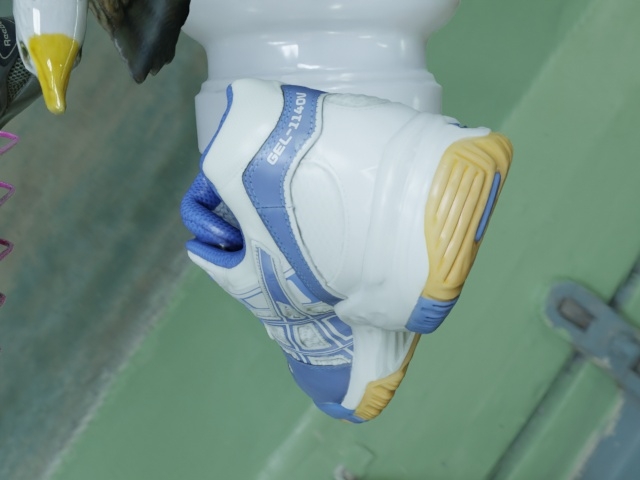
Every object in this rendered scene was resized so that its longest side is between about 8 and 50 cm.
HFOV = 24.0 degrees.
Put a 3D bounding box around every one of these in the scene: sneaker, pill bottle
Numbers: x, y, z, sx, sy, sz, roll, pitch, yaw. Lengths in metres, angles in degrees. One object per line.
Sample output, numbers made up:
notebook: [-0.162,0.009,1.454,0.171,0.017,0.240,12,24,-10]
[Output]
sneaker: [0.000,0.000,0.723,0.131,0.296,0.112,21,68,2]
pill bottle: [-0.006,-0.244,1.038,0.210,0.210,0.363,-4,94,-23]
sneaker: [-0.317,-0.098,1.191,0.227,0.087,0.130,-40,157,33]

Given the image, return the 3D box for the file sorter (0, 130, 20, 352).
file sorter: [-0.471,0.007,1.769,0.202,0.182,0.291,9,103,1]

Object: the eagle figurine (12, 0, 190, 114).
eagle figurine: [-0.135,-0.158,0.686,0.226,0.298,0.225,29,75,-15]
